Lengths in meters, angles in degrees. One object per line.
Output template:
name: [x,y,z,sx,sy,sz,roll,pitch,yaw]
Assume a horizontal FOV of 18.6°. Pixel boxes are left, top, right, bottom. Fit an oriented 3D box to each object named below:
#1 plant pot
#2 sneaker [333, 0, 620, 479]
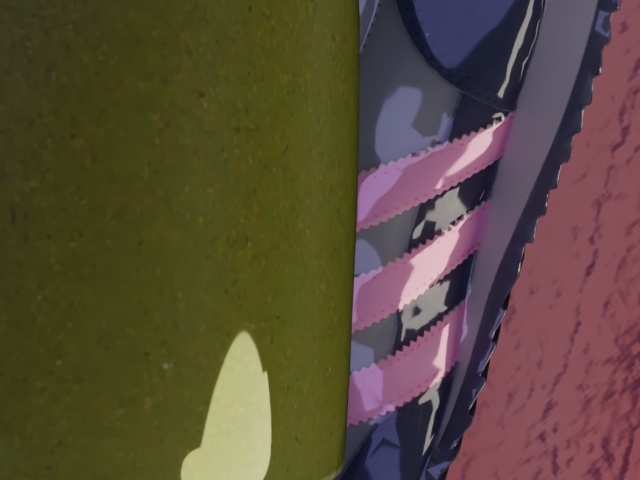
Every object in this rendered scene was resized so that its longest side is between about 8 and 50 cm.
plant pot: [-0.103,-0.107,0.508,0.275,0.275,0.293,9,94,-18]
sneaker: [0.000,0.000,0.660,0.131,0.112,0.319,17,105,-3]
